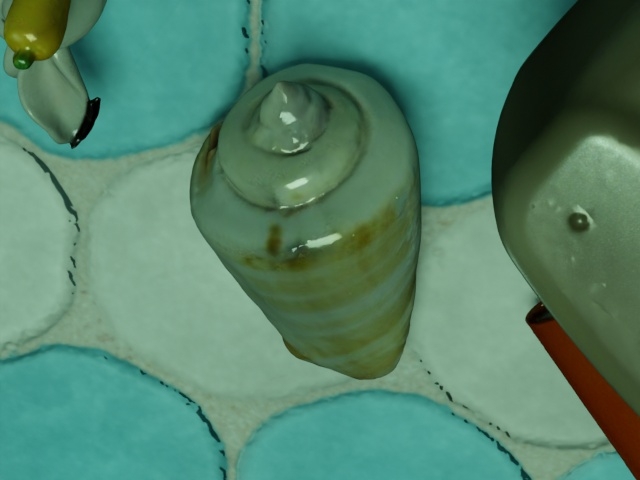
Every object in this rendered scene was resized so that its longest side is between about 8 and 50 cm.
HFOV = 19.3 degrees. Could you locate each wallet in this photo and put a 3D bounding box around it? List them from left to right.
[{"bbox_3d":[0.247,0.099,1.259,0.142,0.045,0.204,-24,117,25],"label":"wallet"}]

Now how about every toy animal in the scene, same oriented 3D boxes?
[{"bbox_3d":[-0.149,-0.141,1.125,0.127,0.131,0.181,16,119,-44],"label":"toy animal"}]

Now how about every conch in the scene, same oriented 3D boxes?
[{"bbox_3d":[-0.002,0.006,1.195,0.158,0.127,0.255,-8,123,16],"label":"conch"}]

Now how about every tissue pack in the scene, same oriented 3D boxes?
[{"bbox_3d":[0.292,-0.087,0.988,0.387,0.277,0.267,-37,103,29],"label":"tissue pack"}]
